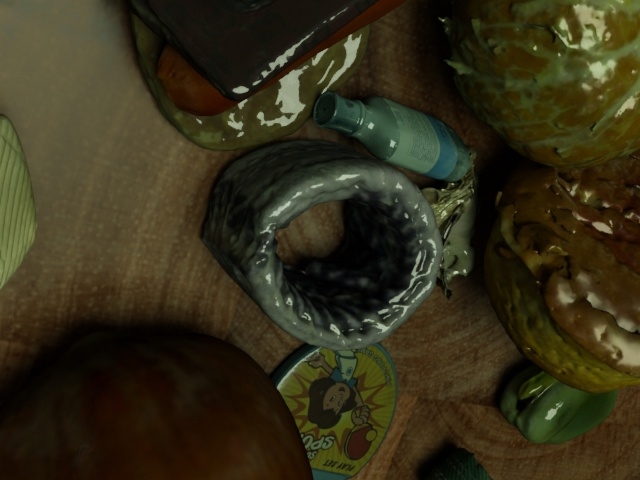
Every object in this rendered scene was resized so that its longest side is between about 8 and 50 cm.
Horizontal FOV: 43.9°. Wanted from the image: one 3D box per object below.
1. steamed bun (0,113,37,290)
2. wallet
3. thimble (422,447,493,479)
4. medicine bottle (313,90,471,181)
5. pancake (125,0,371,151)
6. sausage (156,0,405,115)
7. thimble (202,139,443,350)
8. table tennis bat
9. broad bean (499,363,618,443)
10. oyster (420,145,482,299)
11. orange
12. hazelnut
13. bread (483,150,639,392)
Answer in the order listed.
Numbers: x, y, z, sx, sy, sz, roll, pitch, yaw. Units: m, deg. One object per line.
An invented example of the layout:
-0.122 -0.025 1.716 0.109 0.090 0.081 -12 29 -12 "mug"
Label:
-0.356 -0.013 0.668 0.152 0.239 0.170 1 118 14 "steamed bun"
-0.047 -0.244 0.718 0.229 0.182 0.049 -41 163 -11 "wallet"
0.218 0.384 1.191 0.090 0.118 0.135 -36 138 -7 "thimble"
0.085 -0.125 0.926 0.208 0.090 0.054 12 133 -37 "medicine bottle"
-0.068 -0.239 0.827 0.294 0.049 0.294 -11 114 -26 "pancake"
-0.023 -0.222 0.779 0.300 0.083 0.089 -36 140 -11 "sausage"
0.000 0.000 0.897 0.245 0.157 0.217 11 101 -32 "thimble"
-0.010 0.274 1.070 0.215 0.044 0.329 24 95 -35 "table tennis bat"
0.379 0.245 1.243 0.228 0.100 0.169 22 106 -46 "broad bean"
0.167 -0.029 1.036 0.191 0.081 0.163 -64 149 -11 "oyster"
0.298 -0.248 0.907 0.329 0.249 0.329 -15 116 -32 "orange"
-0.174 0.280 0.828 0.366 0.366 0.366 -11 114 -25 "hazelnut"
0.377 0.037 1.020 0.358 0.337 0.204 -12 148 -27 "bread"
